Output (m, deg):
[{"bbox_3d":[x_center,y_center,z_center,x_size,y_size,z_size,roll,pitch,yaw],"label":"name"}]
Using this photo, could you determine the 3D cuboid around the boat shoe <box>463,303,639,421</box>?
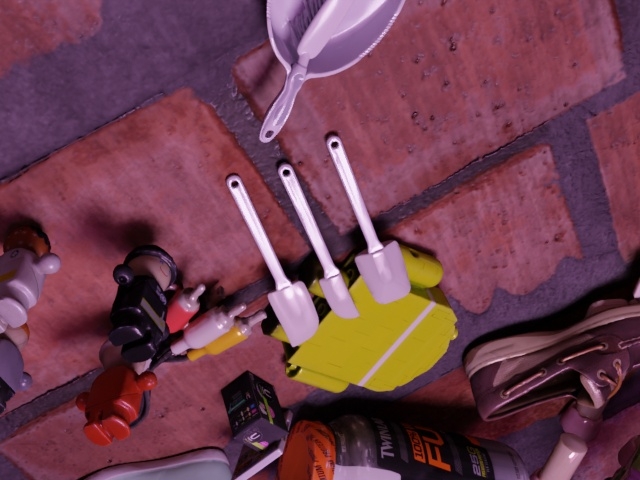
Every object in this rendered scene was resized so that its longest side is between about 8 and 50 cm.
[{"bbox_3d":[0.382,0.185,1.346,0.341,0.123,0.123,-12,143,5],"label":"boat shoe"}]

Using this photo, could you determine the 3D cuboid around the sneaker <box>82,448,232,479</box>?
[{"bbox_3d":[-0.239,0.389,1.303,0.255,0.151,0.094,-15,136,-8],"label":"sneaker"}]

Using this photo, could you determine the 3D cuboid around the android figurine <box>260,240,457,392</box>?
[{"bbox_3d":[0.065,0.111,1.239,0.272,0.056,0.248,20,120,-32],"label":"android figurine"}]

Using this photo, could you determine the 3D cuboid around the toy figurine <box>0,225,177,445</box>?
[{"bbox_3d":[-0.269,0.094,1.014,0.209,0.148,0.213,14,126,-10],"label":"toy figurine"}]

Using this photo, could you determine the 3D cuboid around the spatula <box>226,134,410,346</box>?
[{"bbox_3d":[0.000,0.000,1.101,0.168,0.019,0.242,-22,118,2],"label":"spatula"}]

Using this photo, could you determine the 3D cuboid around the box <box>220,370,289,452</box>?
[{"bbox_3d":[-0.089,0.230,1.266,0.052,0.083,0.062,-38,134,14],"label":"box"}]

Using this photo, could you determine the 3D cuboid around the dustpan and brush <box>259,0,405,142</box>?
[{"bbox_3d":[-0.011,-0.193,0.925,0.147,0.060,0.211,16,123,-33],"label":"dustpan and brush"}]

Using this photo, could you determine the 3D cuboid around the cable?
[{"bbox_3d":[-0.204,0.143,1.148,0.139,0.072,0.287,30,115,-33],"label":"cable"}]

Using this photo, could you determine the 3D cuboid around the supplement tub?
[{"bbox_3d":[0.116,0.370,1.369,0.338,0.207,0.207,14,125,-18],"label":"supplement tub"}]

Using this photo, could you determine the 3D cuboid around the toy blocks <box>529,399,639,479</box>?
[{"bbox_3d":[0.471,0.414,1.443,0.288,0.309,0.260,-33,148,-55],"label":"toy blocks"}]

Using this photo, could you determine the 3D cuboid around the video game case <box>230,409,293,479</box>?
[{"bbox_3d":[-0.080,0.286,1.306,0.087,0.122,0.011,-37,99,13],"label":"video game case"}]

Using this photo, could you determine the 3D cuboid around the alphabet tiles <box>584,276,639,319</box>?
[{"bbox_3d":[0.532,0.122,1.405,0.284,0.021,0.278,-5,146,-1],"label":"alphabet tiles"}]
